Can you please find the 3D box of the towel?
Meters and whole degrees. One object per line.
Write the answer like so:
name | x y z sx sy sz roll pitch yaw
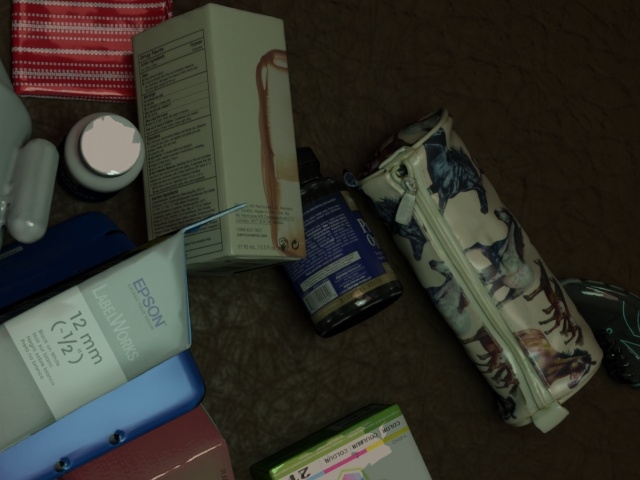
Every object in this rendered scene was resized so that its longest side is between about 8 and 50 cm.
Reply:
towel | -0.279 -0.309 1.638 0.199 0.031 0.274 1 86 -17

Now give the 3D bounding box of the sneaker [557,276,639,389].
sneaker | 0.416 0.136 1.781 0.267 0.101 0.106 28 80 -13

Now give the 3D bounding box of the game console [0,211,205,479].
game console | -0.322 0.127 1.516 0.293 0.250 0.173 -25 120 -18

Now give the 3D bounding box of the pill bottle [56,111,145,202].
pill bottle | -0.258 -0.099 1.554 0.094 0.169 0.094 2 84 -17

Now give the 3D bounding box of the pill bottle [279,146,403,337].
pill bottle | 0.000 0.000 1.641 0.123 0.123 0.219 -26 80 -18

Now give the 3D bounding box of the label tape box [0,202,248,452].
label tape box | -0.230 0.092 1.333 0.348 0.249 0.115 -27 94 -18

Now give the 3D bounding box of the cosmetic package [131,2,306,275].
cosmetic package | -0.122 -0.113 1.576 0.129 0.153 0.296 2 80 -46

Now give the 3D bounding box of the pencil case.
pencil case | 0.199 0.040 1.681 0.410 0.160 0.183 57 30 -5

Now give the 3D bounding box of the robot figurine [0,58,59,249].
robot figurine | -0.435 -0.062 1.450 0.300 0.199 0.353 3 60 10

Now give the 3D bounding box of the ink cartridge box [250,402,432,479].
ink cartridge box | 0.056 0.355 1.648 0.189 0.097 0.255 -25 92 -18

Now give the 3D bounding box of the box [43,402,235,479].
box | -0.225 0.286 1.518 0.232 0.127 0.148 -26 137 -18
